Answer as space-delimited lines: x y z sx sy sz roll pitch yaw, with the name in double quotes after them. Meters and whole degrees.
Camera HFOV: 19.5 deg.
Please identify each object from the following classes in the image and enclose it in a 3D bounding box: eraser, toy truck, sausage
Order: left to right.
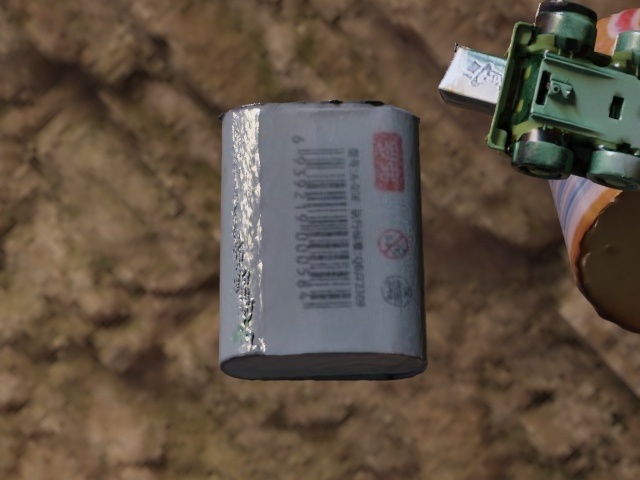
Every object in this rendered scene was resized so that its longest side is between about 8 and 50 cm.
0.000 0.000 1.564 0.081 0.174 0.227 88 2 -69 "eraser"
0.349 -0.075 1.938 0.233 0.233 0.287 47 22 -32 "sausage"
0.261 -0.086 1.440 0.259 0.128 0.135 13 -8 1 "toy truck"

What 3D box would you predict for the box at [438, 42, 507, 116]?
0.202 -0.117 1.596 0.207 0.050 0.041 18 -18 25 "box"
